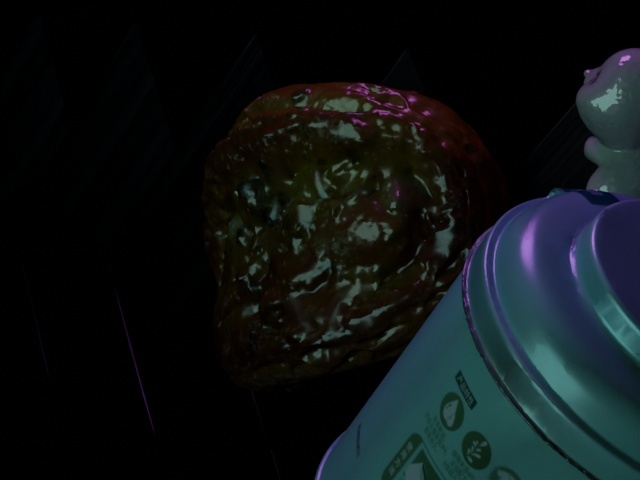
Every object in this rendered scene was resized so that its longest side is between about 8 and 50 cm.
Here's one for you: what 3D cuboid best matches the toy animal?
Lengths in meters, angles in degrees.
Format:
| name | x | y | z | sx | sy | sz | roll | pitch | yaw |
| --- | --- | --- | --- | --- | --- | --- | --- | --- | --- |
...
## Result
| name | x | y | z | sx | sy | sz | roll | pitch | yaw |
| --- | --- | --- | --- | --- | --- | --- | --- | --- | --- |
| toy animal | 0.258 | -0.106 | 1.419 | 0.127 | 0.131 | 0.181 | 15 | 108 | 24 |

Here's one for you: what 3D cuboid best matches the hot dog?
| name | x | y | z | sx | sy | sz | roll | pitch | yaw |
| --- | --- | --- | --- | --- | --- | --- | --- | --- | --- |
| hot dog | 0.000 | 0.000 | 1.692 | 0.387 | 0.174 | 0.267 | -18 | 73 | 53 |

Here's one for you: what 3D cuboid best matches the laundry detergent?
| name | x | y | z | sx | sy | sz | roll | pitch | yaw |
| --- | --- | --- | --- | --- | --- | --- | --- | --- | --- |
| laundry detergent | 0.185 | 0.139 | 1.291 | 0.305 | 0.287 | 0.287 | -57 | 43 | 35 |
